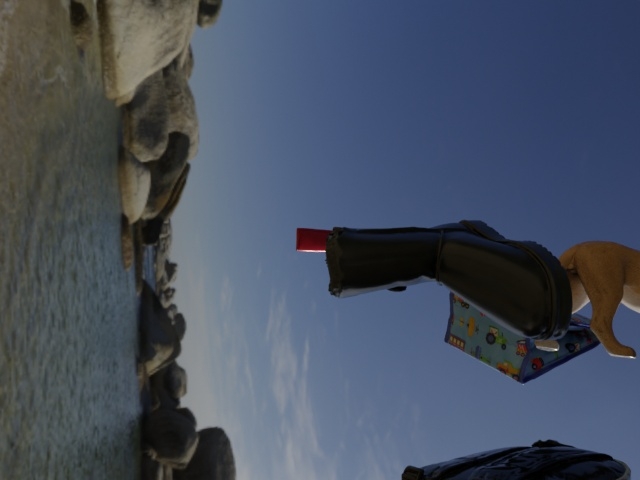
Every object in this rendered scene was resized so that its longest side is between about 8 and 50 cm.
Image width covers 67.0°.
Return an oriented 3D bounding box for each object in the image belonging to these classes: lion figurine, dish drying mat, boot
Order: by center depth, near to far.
[{"bbox_3d":[0.112,0.040,0.525,0.246,0.207,0.094,-111,-164,-71],"label":"boot"},{"bbox_3d":[0.000,0.000,0.683,0.008,0.083,0.032,0,-93,48],"label":"dish drying mat"},{"bbox_3d":[0.505,0.071,0.745,0.142,0.392,0.240,129,-29,-74],"label":"lion figurine"}]

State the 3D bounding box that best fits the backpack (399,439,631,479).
[{"bbox_3d":[0.237,0.329,0.553,0.225,0.253,0.191,-25,-109,49],"label":"backpack"}]

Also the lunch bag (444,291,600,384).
[{"bbox_3d":[0.469,0.190,1.089,0.221,0.293,0.138,23,-67,58],"label":"lunch bag"}]
